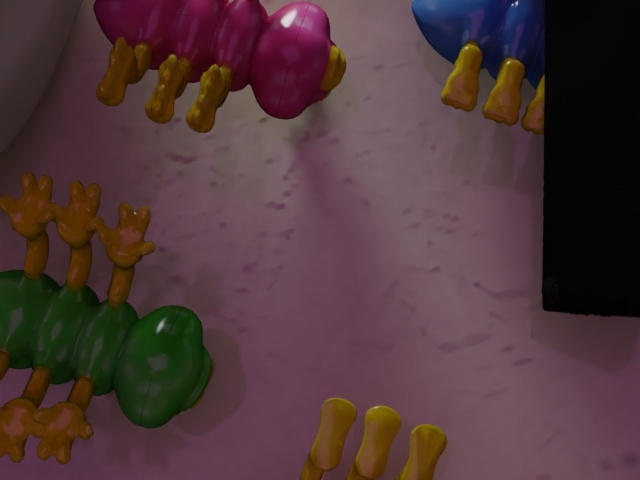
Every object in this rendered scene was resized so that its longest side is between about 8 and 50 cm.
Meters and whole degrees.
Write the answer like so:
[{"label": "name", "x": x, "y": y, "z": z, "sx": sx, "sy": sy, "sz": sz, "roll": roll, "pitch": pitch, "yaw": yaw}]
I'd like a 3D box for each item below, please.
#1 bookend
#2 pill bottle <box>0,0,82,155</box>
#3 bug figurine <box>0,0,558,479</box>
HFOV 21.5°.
[{"label": "bookend", "x": 0.157, "y": -0.054, "z": 0.547, "sx": 0.157, "sy": 0.072, "sz": 0.156, "roll": 0, "pitch": 90, "yaw": -25}, {"label": "pill bottle", "x": -0.286, "y": -0.167, "z": 0.552, "sx": 0.408, "sy": 0.229, "sz": 0.229, "roll": 16, "pitch": 84, "yaw": 8}, {"label": "bug figurine", "x": 0.000, "y": 0.000, "z": 0.577, "sx": 0.216, "sy": 0.072, "sz": 0.279, "roll": 21, "pitch": 79, "yaw": 2}]
